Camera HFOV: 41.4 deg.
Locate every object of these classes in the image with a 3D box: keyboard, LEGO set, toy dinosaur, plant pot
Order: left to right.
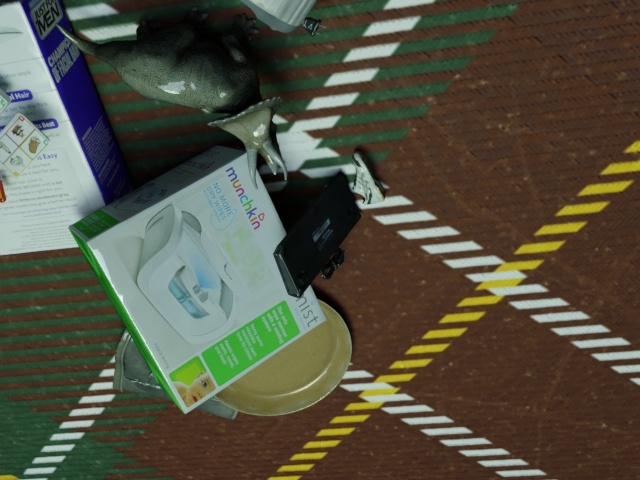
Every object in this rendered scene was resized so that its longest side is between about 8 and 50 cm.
[{"bbox_3d":[-0.453,-0.117,1.040,0.182,0.060,0.244,45,118,-10],"label":"LEGO set"},{"bbox_3d":[-0.156,-0.203,0.990,0.314,0.160,0.121,26,124,-14],"label":"toy dinosaur"},{"bbox_3d":[-0.070,0.169,1.302,0.236,0.032,0.236,-4,121,-7],"label":"plant pot"},{"bbox_3d":[0.000,0.000,1.115,0.023,0.180,0.108,1,128,36],"label":"keyboard"}]

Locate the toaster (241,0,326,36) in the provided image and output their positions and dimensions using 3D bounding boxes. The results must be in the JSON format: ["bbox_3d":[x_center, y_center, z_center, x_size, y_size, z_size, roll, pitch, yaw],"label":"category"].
[{"bbox_3d":[-0.055,-0.332,0.906,0.227,0.129,0.146,33,120,-15],"label":"toaster"}]

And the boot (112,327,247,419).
[{"bbox_3d":[-0.218,0.206,1.347,0.209,0.076,0.189,18,139,0],"label":"boot"}]

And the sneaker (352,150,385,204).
[{"bbox_3d":[0.056,-0.080,1.135,0.037,0.032,0.083,-18,121,18],"label":"sneaker"}]

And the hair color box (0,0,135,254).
[{"bbox_3d":[-0.381,-0.150,1.086,0.185,0.110,0.338,-6,127,12],"label":"hair color box"}]

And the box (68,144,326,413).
[{"bbox_3d":[-0.155,0.044,1.106,0.231,0.127,0.262,-31,112,-18],"label":"box"}]
